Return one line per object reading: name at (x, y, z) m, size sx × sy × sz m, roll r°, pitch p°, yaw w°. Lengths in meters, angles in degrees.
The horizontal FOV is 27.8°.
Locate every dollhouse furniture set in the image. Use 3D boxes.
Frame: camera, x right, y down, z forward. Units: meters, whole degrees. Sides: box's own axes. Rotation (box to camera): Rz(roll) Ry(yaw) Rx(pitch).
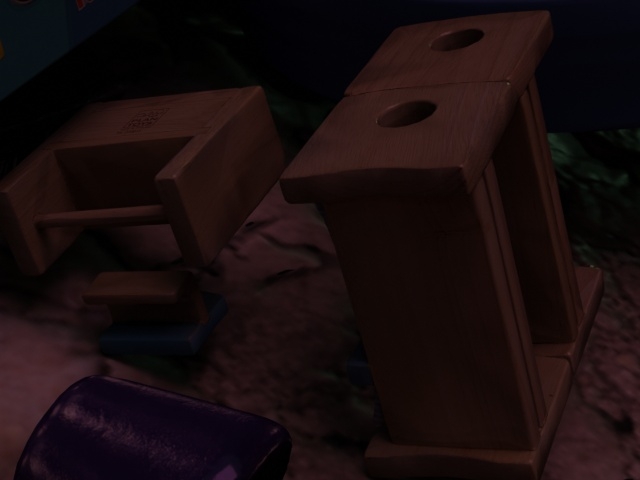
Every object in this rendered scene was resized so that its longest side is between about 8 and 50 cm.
dollhouse furniture set at (0.000, 0.000, 0.507) m, size 0.184 × 0.129 × 0.129 m, roll -2°, pitch 31°, yaw 26°

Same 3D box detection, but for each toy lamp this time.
toy lamp at (0.034, 0.125, 0.376) m, size 0.275 × 0.080 × 0.080 m, roll 28°, pitch 40°, yaw 14°

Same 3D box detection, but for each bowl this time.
bowl at (0.132, -0.174, 0.675) m, size 0.391 × 0.077 × 0.391 m, roll -7°, pitch 33°, yaw 5°

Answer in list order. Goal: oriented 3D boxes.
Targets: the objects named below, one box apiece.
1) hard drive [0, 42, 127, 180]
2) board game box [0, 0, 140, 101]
hard drive at (-0.228, -0.059, 0.521) m, size 0.255 × 0.054 × 0.172 m, roll -21°, pitch 52°, yaw -36°
board game box at (-0.173, -0.166, 0.523) m, size 0.254 × 0.079 × 0.336 m, roll 20°, pitch 43°, yaw 20°
